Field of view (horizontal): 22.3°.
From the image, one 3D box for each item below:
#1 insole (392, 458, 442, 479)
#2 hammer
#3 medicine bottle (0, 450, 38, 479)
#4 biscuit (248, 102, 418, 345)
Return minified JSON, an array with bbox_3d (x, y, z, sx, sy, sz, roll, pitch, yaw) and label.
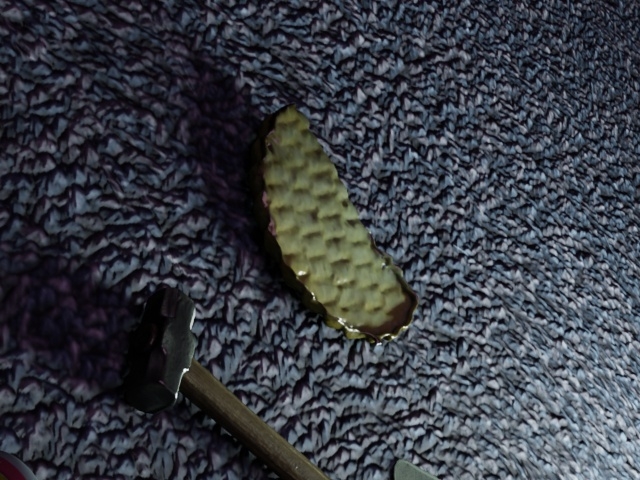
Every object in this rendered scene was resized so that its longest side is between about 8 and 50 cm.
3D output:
[{"bbox_3d":[0.147,0.292,1.722,0.232,0.003,0.080,39,38,-36],"label":"insole"},{"bbox_3d":[-0.043,0.189,1.478,0.365,0.043,0.111,46,33,-32],"label":"hammer"},{"bbox_3d":[-0.272,0.207,1.049,0.217,0.090,0.090,-24,88,-59],"label":"medicine bottle"},{"bbox_3d":[0.000,0.000,1.684,0.273,0.036,0.187,59,30,-9],"label":"biscuit"}]
